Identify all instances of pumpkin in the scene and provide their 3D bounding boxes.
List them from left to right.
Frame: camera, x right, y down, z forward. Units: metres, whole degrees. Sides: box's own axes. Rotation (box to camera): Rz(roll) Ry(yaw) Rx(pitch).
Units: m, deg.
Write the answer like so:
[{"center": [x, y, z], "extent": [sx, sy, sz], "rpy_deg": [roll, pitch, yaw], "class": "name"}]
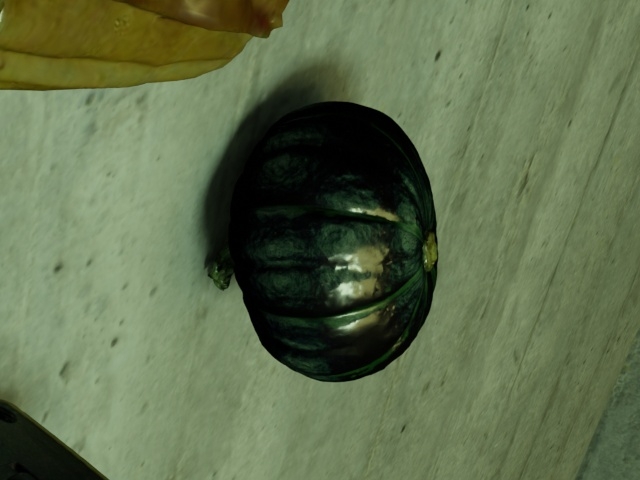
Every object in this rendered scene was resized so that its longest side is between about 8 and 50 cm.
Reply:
[{"center": [0.013, -0.001, 1.063], "extent": [0.194, 0.150, 0.194], "rpy_deg": [-59, 169, -19], "class": "pumpkin"}]

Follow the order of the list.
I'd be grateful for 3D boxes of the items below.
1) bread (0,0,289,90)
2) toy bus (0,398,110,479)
[{"center": [-0.103, -0.219, 0.461], "extent": [0.314, 0.191, 0.370], "rpy_deg": [-60, 155, 14], "class": "bread"}, {"center": [-0.233, 0.209, 0.760], "extent": [0.202, 0.177, 0.365], "rpy_deg": [-60, 161, 19], "class": "toy bus"}]
